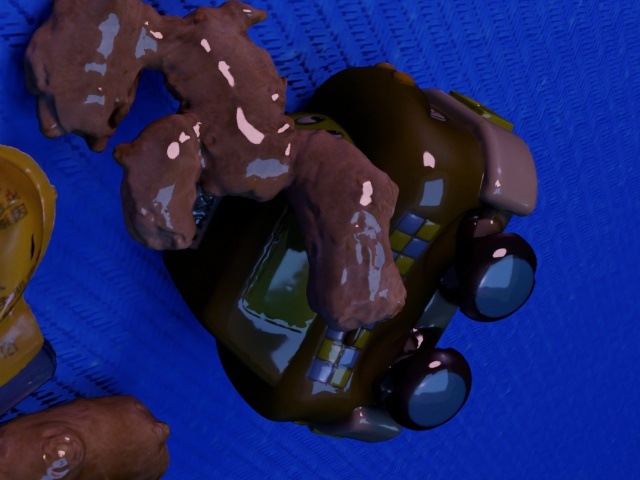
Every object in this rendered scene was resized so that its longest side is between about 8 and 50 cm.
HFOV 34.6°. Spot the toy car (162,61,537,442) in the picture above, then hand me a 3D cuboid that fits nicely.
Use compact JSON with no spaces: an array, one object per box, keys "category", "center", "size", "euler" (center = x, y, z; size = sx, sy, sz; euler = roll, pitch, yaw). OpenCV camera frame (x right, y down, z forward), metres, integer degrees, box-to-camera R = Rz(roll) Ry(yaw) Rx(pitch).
[{"category":"toy car","center":[0.000,0.000,0.672],"size":[0.198,0.204,0.248],"euler":[20,107,-32]}]

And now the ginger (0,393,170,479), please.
[{"category":"ginger","center":[-0.171,0.145,0.662],"size":[0.190,0.069,0.095],"euler":[-6,132,-49]}]

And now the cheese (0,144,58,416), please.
[{"category":"cheese","center":[-0.198,0.035,0.541],"size":[0.156,0.064,0.250],"euler":[-37,152,-23]}]

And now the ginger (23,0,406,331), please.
[{"category":"ginger","center":[-0.054,-0.048,0.552],"size":[0.149,0.065,0.258],"euler":[-31,101,-5]}]
